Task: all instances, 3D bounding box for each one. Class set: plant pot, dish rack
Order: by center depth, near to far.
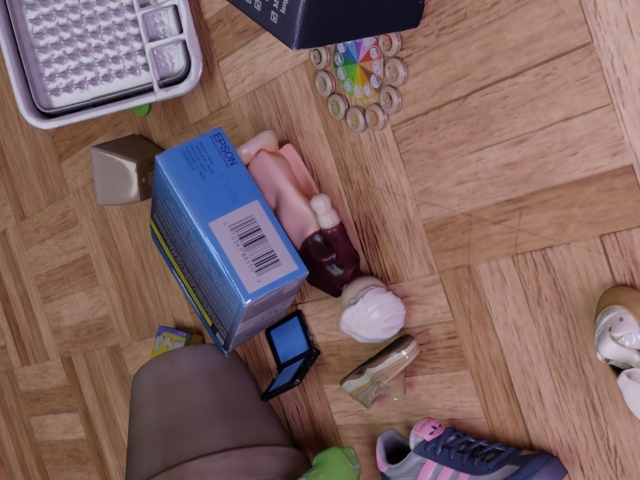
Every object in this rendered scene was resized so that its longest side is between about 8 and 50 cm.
[{"bbox_3d":[-0.356,-0.346,1.633,0.332,0.072,0.286,-12,97,15],"label":"dish rack"},{"bbox_3d":[-0.188,0.335,1.666,0.323,0.323,0.280,-56,43,46],"label":"plant pot"},{"bbox_3d":[-0.327,-0.120,1.782,0.096,0.109,0.109,12,114,35],"label":"plant pot"}]

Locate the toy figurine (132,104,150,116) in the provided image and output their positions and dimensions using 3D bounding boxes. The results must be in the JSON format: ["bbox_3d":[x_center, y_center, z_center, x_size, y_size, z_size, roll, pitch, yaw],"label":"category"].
[{"bbox_3d":[-0.407,-0.271,1.765,0.173,0.159,0.130,52,139,23],"label":"toy figurine"}]

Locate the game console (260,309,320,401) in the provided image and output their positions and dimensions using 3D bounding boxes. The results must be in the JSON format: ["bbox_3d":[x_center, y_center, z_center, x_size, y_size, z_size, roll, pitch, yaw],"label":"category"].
[{"bbox_3d":[-0.062,0.184,1.600,0.071,0.107,0.122,43,143,-9],"label":"game console"}]

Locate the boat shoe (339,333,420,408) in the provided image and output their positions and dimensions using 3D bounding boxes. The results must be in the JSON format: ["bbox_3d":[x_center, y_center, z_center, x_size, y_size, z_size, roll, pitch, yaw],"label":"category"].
[{"bbox_3d":[0.097,0.190,1.415,0.072,0.068,0.190,52,150,5],"label":"boat shoe"}]

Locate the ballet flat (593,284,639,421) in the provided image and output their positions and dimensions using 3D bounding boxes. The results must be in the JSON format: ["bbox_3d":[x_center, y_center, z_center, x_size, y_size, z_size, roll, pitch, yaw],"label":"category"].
[{"bbox_3d":[0.322,0.123,1.018,0.080,0.073,0.232,-64,29,30],"label":"ballet flat"}]

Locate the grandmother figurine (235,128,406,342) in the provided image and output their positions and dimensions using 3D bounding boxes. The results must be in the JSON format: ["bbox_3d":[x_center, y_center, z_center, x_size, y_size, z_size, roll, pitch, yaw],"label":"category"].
[{"bbox_3d":[0.000,0.000,1.428,0.342,0.104,0.208,53,167,18],"label":"grandmother figurine"}]

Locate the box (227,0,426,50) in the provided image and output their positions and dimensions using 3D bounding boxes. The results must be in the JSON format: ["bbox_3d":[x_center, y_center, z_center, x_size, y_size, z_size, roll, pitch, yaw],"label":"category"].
[{"bbox_3d":[-0.046,-0.453,1.192,0.395,0.212,0.293,42,135,32],"label":"box"}]

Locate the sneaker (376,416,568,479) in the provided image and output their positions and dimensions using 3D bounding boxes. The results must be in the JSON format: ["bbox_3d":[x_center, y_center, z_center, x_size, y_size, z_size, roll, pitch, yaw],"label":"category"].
[{"bbox_3d":[0.175,0.290,1.309,0.319,0.112,0.131,-28,85,51],"label":"sneaker"}]

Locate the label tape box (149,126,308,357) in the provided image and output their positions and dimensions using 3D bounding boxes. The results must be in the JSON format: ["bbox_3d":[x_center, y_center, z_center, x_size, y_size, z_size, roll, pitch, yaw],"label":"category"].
[{"bbox_3d":[-0.150,0.018,1.528,0.249,0.115,0.348,58,163,11],"label":"label tape box"}]

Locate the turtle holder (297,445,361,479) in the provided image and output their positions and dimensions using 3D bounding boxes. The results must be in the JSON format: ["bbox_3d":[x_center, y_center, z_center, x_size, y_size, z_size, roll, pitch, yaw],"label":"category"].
[{"bbox_3d":[0.043,0.487,1.464,0.320,0.227,0.243,53,140,24],"label":"turtle holder"}]

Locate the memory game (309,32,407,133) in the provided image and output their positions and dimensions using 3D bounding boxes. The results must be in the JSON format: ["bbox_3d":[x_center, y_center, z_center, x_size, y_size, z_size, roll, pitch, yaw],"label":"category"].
[{"bbox_3d":[0.046,-0.231,1.334,0.186,0.012,0.186,24,122,45],"label":"memory game"}]

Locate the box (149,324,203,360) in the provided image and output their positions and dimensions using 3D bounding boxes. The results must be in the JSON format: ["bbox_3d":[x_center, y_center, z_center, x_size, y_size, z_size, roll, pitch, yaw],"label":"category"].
[{"bbox_3d":[-0.279,0.252,1.857,0.105,0.043,0.179,6,82,50],"label":"box"}]
